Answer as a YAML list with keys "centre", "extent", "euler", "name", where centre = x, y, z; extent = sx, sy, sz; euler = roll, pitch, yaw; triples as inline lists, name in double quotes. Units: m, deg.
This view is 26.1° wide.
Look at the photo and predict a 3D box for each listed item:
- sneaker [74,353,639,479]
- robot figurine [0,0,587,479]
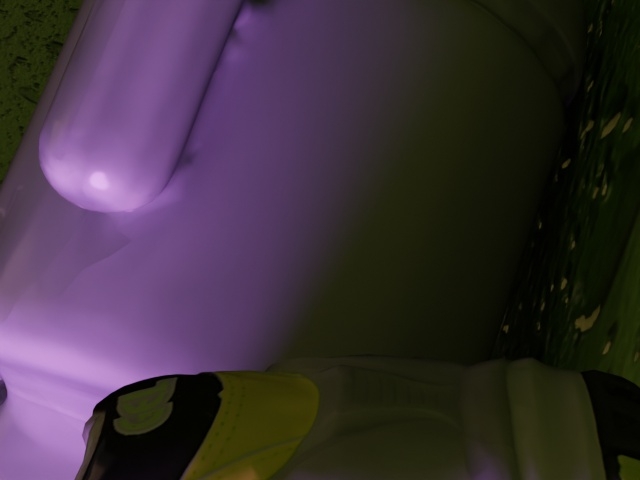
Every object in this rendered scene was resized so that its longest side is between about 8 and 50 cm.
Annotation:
- centre: [-0.024, 0.179, 0.427]
  extent: [0.145, 0.147, 0.384]
  euler: [-85, 9, -60]
  name: "sneaker"
- centre: [-0.015, -0.025, 0.550]
  extent: [0.300, 0.200, 0.353]
  euler: [60, -132, -65]
  name: "robot figurine"
